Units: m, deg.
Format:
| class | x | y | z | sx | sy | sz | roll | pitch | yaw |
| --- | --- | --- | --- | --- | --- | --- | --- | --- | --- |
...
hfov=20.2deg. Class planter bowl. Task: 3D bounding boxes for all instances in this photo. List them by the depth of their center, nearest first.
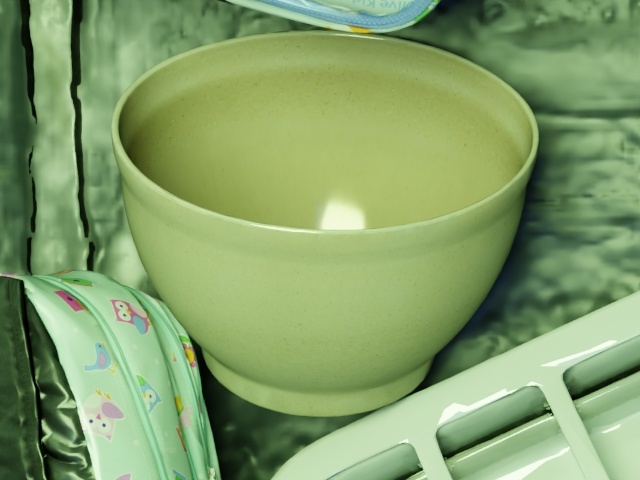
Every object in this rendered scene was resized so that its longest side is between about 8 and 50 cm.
| class | x | y | z | sx | sy | sz | roll | pitch | yaw |
| --- | --- | --- | --- | --- | --- | --- | --- | --- | --- |
| planter bowl | 0.000 | 0.000 | 0.708 | 0.162 | 0.162 | 0.109 | 9 | 122 | 11 |

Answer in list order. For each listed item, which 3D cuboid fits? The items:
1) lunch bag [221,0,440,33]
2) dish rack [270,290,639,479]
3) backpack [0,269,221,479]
| class | x | y | z | sx | sy | sz | roll | pitch | yaw |
| --- | --- | --- | --- | --- | --- | --- | --- | --- | --- |
| lunch bag | -0.068 | -0.205 | 0.626 | 0.303 | 0.115 | 0.243 | 19 | 130 | 14 |
| dish rack | 0.146 | 0.182 | 0.648 | 0.285 | 0.072 | 0.333 | -25 | 56 | 2 |
| backpack | -0.107 | 0.102 | 0.710 | 0.152 | 0.115 | 0.182 | -19 | 76 | 29 |
